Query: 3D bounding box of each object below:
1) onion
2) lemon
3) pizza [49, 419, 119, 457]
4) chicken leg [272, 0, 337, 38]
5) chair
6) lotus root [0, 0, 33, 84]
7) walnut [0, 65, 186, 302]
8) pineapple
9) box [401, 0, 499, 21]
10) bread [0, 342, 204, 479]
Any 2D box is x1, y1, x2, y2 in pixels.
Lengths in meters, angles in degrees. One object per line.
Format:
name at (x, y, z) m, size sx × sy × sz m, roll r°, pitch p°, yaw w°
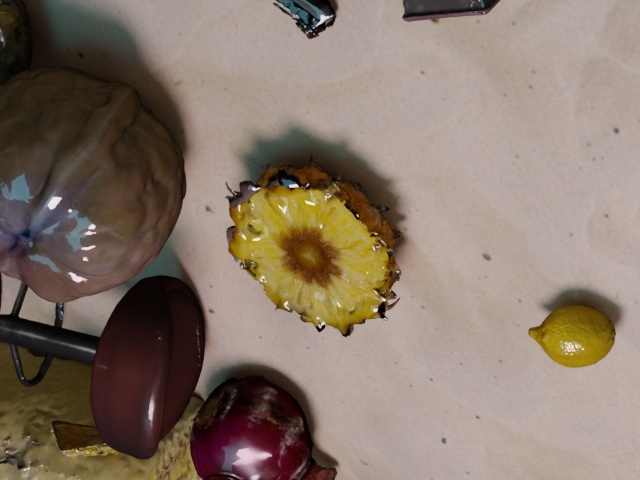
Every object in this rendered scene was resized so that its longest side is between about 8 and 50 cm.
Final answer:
onion at (-0.072, 0.272, 1.726) m, size 0.198 × 0.135 × 0.173 m, roll 40°, pitch 141°, yaw -7°
lemon at (0.254, 0.096, 1.402) m, size 0.092 × 0.065 × 0.065 m, roll -2°, pitch 126°, yaw 29°
pizza at (-0.295, 0.248, 1.688) m, size 0.123 × 0.108 × 0.026 m, roll 10°, pitch 98°, yaw 19°
chicken leg at (-0.080, -0.286, 1.286) m, size 0.106 × 0.051 × 0.253 m, roll -20°, pitch 118°, yaw 37°
chair at (-0.305, 0.126, 1.679) m, size 0.401 × 0.226 × 0.227 m, roll 12°, pitch 133°, yaw 25°
lotus root at (-0.356, -0.206, 1.508) m, size 0.080 × 0.089 × 0.179 m, roll -2°, pitch 142°, yaw -18°
walnut at (-0.266, -0.065, 1.478) m, size 0.248 × 0.248 × 0.248 m, roll 18°, pitch 136°, yaw 19°
pineapple at (0.000, 0.000, 1.473) m, size 0.224 × 0.076 × 0.225 m, roll 18°, pitch 133°, yaw 20°
box at (0.112, -0.231, 1.203) m, size 0.084 × 0.060 × 0.063 m, roll 2°, pitch 121°, yaw 33°
bread at (-0.358, 0.274, 1.841) m, size 0.375 × 0.236 × 0.165 m, roll 14°, pitch 132°, yaw 24°
